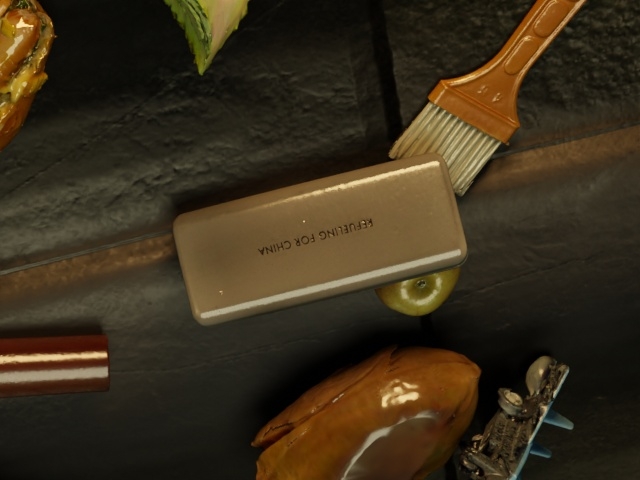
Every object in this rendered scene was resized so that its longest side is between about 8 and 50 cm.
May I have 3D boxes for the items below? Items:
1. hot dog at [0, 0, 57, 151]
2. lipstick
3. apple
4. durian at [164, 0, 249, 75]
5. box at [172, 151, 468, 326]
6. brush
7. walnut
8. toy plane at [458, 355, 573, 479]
[{"bbox_3d":[-0.306,-0.094,1.469,0.115,0.072,0.269,20,117,-34],"label":"hot dog"},{"bbox_3d":[-0.365,0.116,1.609,0.357,0.057,0.057,-3,125,-11],"label":"lipstick"},{"bbox_3d":[0.087,0.026,1.643,0.084,0.071,0.084,-7,124,-11],"label":"apple"},{"bbox_3d":[-0.129,-0.299,1.302,0.158,0.169,0.352,-26,125,6],"label":"durian"},{"bbox_3d":[0.000,0.000,1.581,0.244,0.055,0.103,-14,84,1],"label":"box"},{"bbox_3d":[0.180,-0.171,1.563,0.090,0.017,0.314,26,114,-27],"label":"brush"},{"bbox_3d":[0.042,0.180,1.703,0.245,0.137,0.137,-36,125,9],"label":"walnut"},{"bbox_3d":[0.166,0.197,1.688,0.078,0.246,0.169,38,117,8],"label":"toy plane"}]
